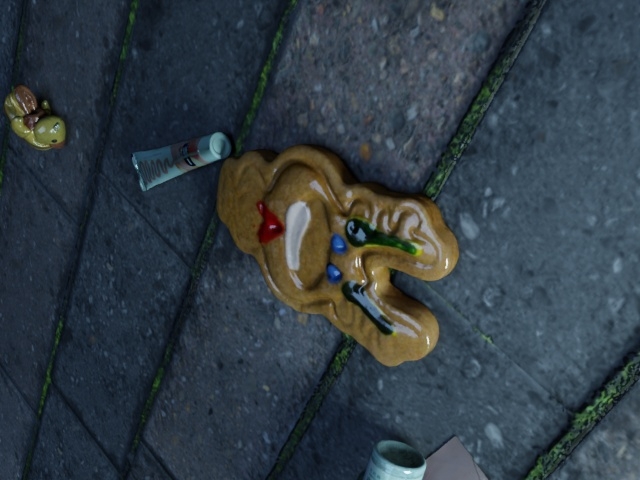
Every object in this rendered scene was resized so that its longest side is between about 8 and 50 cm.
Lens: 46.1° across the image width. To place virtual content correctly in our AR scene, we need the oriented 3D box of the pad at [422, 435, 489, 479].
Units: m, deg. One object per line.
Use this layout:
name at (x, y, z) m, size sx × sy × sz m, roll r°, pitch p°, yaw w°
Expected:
pad at (0.175, 0.315, 0.820) m, size 0.188 × 0.006 × 0.113 m, roll 52°, pitch 132°, yaw 19°

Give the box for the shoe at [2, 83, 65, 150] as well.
shoe at (-0.450, -0.189, 1.175) m, size 0.109 × 0.072 × 0.069 m, roll 57°, pitch 137°, yaw 13°

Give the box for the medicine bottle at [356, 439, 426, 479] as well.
medicine bottle at (0.065, 0.354, 0.871) m, size 0.079 × 0.124 × 0.258 m, roll 27°, pitch 110°, yaw 40°

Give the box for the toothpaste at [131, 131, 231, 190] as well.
toothpaste at (-0.191, -0.107, 0.996) m, size 0.205 × 0.036 × 0.056 m, roll -8°, pitch 100°, yaw 47°

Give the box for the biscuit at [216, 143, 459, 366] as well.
biscuit at (0.000, 0.000, 0.848) m, size 0.334 × 0.047 × 0.202 m, roll 31°, pitch 122°, yaw 32°
